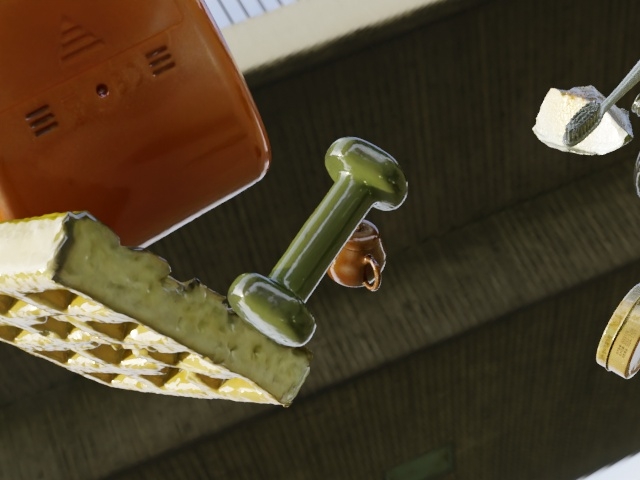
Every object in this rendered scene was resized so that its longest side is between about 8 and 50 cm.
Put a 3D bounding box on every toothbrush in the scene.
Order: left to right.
[{"bbox_3d":[0.304,-0.176,0.863,0.275,0.019,0.025,-43,-30,-11],"label":"toothbrush"}]

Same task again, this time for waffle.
[{"bbox_3d":[-0.163,0.057,0.736,0.221,0.055,0.248,-4,-28,41],"label":"waffle"}]

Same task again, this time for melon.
[{"bbox_3d":[0.446,-0.197,1.607,0.139,0.202,0.093,-16,-67,-28],"label":"melon"}]

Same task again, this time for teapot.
[{"bbox_3d":[0.061,0.014,1.675,0.116,0.173,0.116,-16,-46,-17],"label":"teapot"}]

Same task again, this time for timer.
[{"bbox_3d":[-0.194,-0.111,0.846,0.257,0.250,0.161,-32,11,-19],"label":"timer"}]

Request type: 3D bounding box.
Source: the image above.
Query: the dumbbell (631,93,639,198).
[{"bbox_3d":[0.222,-0.008,0.461,0.099,0.208,0.099,-24,-38,-21],"label":"dumbbell"}]

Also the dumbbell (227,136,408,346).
[{"bbox_3d":[0.000,0.000,0.539,0.118,0.052,0.046,-56,-17,-19],"label":"dumbbell"}]

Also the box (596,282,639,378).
[{"bbox_3d":[0.343,0.099,1.089,0.105,0.037,0.106,-38,-35,-34],"label":"box"}]
